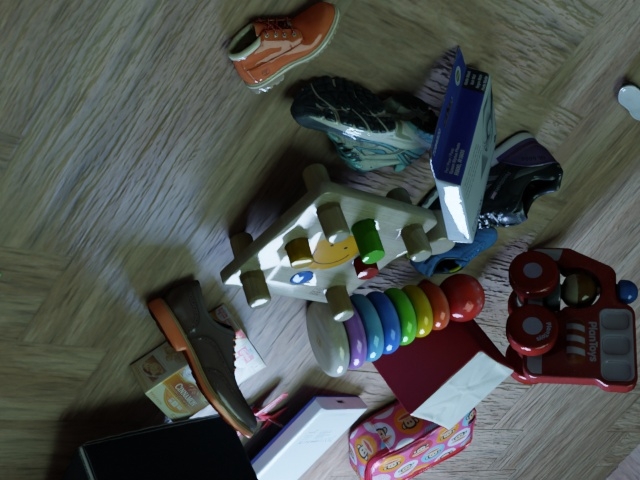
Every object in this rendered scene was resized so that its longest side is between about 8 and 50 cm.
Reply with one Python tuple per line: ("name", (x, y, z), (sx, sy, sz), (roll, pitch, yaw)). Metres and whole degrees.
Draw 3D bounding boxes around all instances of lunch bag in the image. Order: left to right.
("lunch bag", (0.206, 0.457, 2.321), (0.293, 0.120, 0.258), (-25, 147, -15))

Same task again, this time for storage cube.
("storage cube", (0.228, 0.225, 1.999), (0.215, 0.193, 0.184), (-43, 145, 10))

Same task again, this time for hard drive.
("hard drive", (-0.062, 0.439, 2.095), (0.318, 0.040, 0.210), (-47, 155, 14))

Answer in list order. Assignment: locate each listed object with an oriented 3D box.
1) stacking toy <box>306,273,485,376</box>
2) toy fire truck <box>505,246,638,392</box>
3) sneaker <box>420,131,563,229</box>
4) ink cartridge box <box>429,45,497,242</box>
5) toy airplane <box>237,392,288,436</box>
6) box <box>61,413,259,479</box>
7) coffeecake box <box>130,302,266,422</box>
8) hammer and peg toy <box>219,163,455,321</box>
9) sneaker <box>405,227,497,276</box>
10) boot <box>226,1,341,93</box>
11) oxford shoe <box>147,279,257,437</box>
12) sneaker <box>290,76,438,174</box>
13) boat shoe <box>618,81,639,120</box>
("stacking toy", (0.149, 0.137, 1.838), (0.330, 0.141, 0.141), (-14, 140, -18))
("toy fire truck", (0.498, 0.153, 2.027), (0.254, 0.302, 0.169), (3, 147, 11))
("sneaker", (0.291, -0.065, 1.780), (0.283, 0.124, 0.107), (-39, 145, 2))
("ink cartridge box", (0.226, -0.146, 1.584), (0.224, 0.045, 0.223), (65, 37, -55))
("toy airplane", (-0.109, 0.340, 1.979), (0.151, 0.028, 0.151), (-23, 144, -18))
("box", (-0.262, 0.633, 1.729), (0.297, 0.480, 0.471), (-6, 144, -36))
("coffeecake box", (-0.202, 0.210, 1.715), (0.185, 0.068, 0.142), (-34, 144, -6))
("hammer and peg toy", (0.049, 0.025, 1.611), (0.361, 0.127, 0.266), (13, 137, -44))
("sneaker", (0.258, 0.026, 1.896), (0.209, 0.082, 0.069), (-13, 137, -33))
("boot", (-0.047, -0.264, 1.319), (0.158, 0.059, 0.084), (-38, 140, 3))
("oxford shoe", (-0.160, 0.188, 1.602), (0.098, 0.097, 0.271), (-34, 106, -13))
("sneaker", (0.060, -0.150, 1.500), (0.283, 0.110, 0.122), (7, 133, -43))
("boat shoe", (0.580, -0.264, 1.881), (0.046, 0.038, 0.125), (-7, 155, 35))
